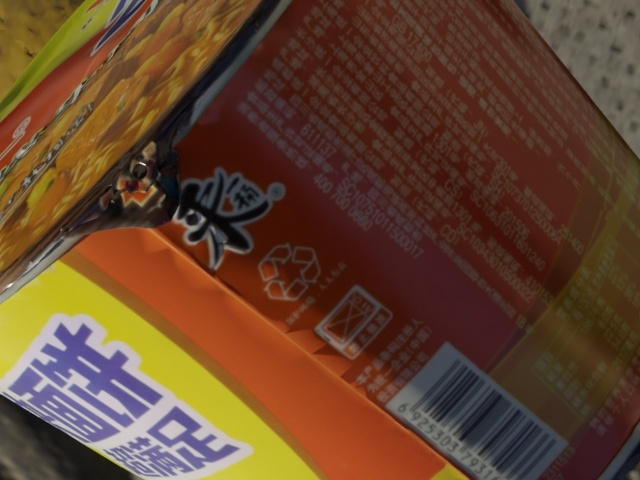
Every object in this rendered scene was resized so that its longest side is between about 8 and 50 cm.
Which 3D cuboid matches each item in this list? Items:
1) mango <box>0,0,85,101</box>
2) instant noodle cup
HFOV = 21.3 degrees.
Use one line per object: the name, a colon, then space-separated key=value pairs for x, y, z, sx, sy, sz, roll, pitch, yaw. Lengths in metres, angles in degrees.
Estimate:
mango: x=-0.115 y=-0.053 z=0.817 sx=0.365 sy=0.253 sz=0.182 roll=-37 pitch=67 yaw=6
instant noodle cup: x=0.000 y=0.000 z=0.509 sx=0.174 sy=0.213 sz=0.213 roll=42 pitch=127 yaw=-19
